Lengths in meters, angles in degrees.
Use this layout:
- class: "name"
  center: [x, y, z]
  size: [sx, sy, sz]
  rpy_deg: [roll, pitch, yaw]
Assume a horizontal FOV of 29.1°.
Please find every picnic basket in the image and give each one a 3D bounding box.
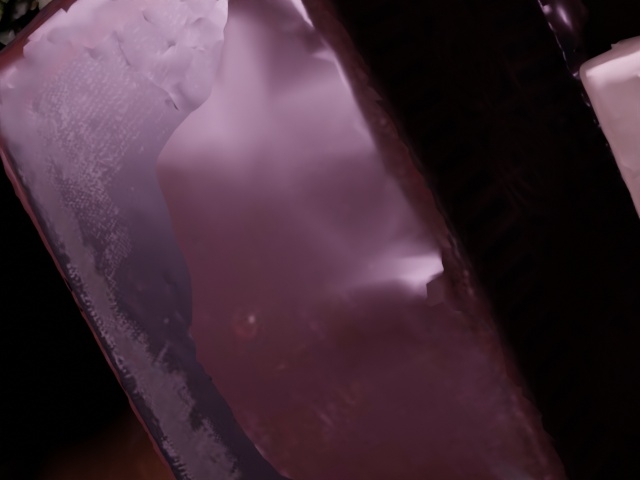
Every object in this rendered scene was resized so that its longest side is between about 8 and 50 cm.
- class: "picnic basket"
  center: [0.000, 0.000, 0.453]
  size: [0.222, 0.129, 0.297]
  rpy_deg: [-24, 96, 32]

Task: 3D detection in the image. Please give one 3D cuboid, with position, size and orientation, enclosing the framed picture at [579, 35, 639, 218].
- class: "framed picture"
  center: [0.274, 0.110, 0.228]
  size: [0.326, 0.028, 0.446]
  rpy_deg: [-22, 92, 36]

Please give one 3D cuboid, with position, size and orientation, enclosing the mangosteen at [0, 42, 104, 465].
- class: "mangosteen"
  center: [-0.235, 0.031, 0.677]
  size: [0.275, 0.275, 0.302]
  rpy_deg: [52, 146, 35]

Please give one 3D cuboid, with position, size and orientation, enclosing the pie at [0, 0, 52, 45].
- class: "pie"
  center: [-0.175, -0.246, 0.789]
  size: [0.302, 0.067, 0.303]
  rpy_deg: [-10, 73, 38]
